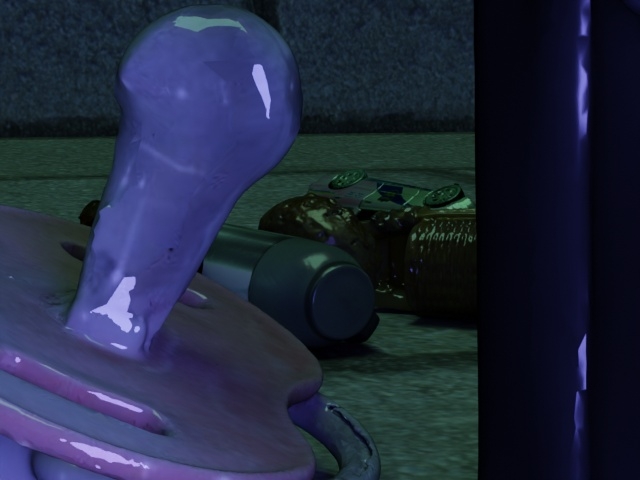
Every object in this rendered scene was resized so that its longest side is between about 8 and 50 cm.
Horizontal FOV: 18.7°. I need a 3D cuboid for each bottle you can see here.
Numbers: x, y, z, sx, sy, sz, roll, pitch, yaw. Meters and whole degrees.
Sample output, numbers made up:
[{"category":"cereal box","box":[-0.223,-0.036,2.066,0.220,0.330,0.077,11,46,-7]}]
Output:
[{"category":"bottle","box":[-0.047,0.035,1.497,0.096,0.079,0.254,41,-16,-30]}]

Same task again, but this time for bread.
[{"category":"bread","box":[0.000,0.000,1.538,0.113,0.082,0.060,28,61,39]}]

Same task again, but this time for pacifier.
[{"category":"pacifier","box":[-0.098,0.029,0.980,0.220,0.273,0.332,-12,12,4]}]

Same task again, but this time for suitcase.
[{"category":"suitcase","box":[0.210,0.007,0.714,0.339,0.345,0.188,-4,4,-31]}]

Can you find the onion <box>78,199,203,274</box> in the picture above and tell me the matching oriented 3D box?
[{"category":"onion","box":[-0.147,0.019,1.461,0.119,0.118,0.117,7,21,37]}]

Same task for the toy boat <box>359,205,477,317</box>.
[{"category":"toy boat","box":[0.154,0.021,1.553,0.310,0.089,0.115,4,5,23]}]

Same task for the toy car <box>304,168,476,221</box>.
[{"category":"toy car","box":[0.063,-0.002,1.732,0.076,0.090,0.224,-34,26,-28]}]
